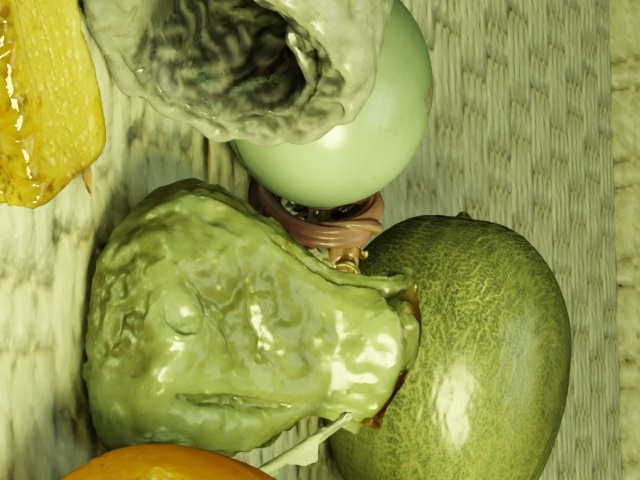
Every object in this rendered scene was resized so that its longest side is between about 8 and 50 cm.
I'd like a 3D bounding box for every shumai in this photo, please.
[{"bbox_3d":[-0.048,0.067,1.483,0.261,0.222,0.225,-23,112,-65],"label":"shumai"}]

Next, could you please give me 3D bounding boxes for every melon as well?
[{"bbox_3d":[0.122,0.133,1.921,0.248,0.249,0.329,26,66,-68],"label":"melon"}]

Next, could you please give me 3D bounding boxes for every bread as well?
[{"bbox_3d":[-0.203,-0.127,1.262,0.114,0.083,0.211,-50,134,-55],"label":"bread"}]

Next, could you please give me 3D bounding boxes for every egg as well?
[{"bbox_3d":[0.008,-0.138,1.717,0.264,0.183,0.182,-79,158,-54],"label":"egg"}]

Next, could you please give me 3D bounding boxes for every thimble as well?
[{"bbox_3d":[-0.059,-0.191,1.485,0.245,0.217,0.157,49,40,-40],"label":"thimble"}]

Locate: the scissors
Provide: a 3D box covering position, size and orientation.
[{"bbox_3d":[-0.060,0.189,1.473,0.021,0.212,0.110,60,15,13],"label":"scissors"}]

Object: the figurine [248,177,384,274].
[{"bbox_3d":[0.007,-0.008,1.806,0.114,0.126,0.157,-36,133,-15],"label":"figurine"}]

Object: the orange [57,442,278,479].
[{"bbox_3d":[-0.098,0.254,1.283,0.246,0.246,0.246,-3,90,-71],"label":"orange"}]
